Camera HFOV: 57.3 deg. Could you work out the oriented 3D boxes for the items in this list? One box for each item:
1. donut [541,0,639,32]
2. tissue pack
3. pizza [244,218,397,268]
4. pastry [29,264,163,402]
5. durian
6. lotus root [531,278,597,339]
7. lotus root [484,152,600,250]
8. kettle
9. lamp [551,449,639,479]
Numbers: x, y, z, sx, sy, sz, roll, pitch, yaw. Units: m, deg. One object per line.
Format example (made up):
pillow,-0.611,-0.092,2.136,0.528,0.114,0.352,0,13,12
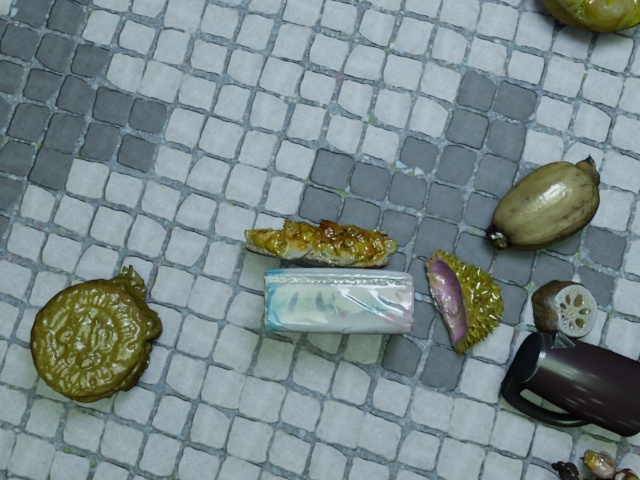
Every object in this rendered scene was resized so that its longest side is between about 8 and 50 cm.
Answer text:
donut,0.554,-0.532,1.178,0.262,0.128,0.208,28,94,-16
tissue pack,0.036,0.115,1.116,0.271,0.201,0.124,0,87,3
pizza,0.000,0.000,1.148,0.306,0.161,0.085,6,96,0
pastry,-0.440,0.193,1.155,0.235,0.132,0.240,-26,84,0
durian,0.284,0.118,1.156,0.132,0.165,0.182,-17,56,30
lotus root,0.490,0.136,1.163,0.113,0.081,0.122,-6,83,-6
lotus root,0.452,-0.064,1.156,0.257,0.140,0.154,-36,124,8
kettle,0.477,0.273,1.116,0.232,0.144,0.202,23,127,0
lamp,0.551,0.473,1.101,0.253,0.118,0.118,42,86,5
